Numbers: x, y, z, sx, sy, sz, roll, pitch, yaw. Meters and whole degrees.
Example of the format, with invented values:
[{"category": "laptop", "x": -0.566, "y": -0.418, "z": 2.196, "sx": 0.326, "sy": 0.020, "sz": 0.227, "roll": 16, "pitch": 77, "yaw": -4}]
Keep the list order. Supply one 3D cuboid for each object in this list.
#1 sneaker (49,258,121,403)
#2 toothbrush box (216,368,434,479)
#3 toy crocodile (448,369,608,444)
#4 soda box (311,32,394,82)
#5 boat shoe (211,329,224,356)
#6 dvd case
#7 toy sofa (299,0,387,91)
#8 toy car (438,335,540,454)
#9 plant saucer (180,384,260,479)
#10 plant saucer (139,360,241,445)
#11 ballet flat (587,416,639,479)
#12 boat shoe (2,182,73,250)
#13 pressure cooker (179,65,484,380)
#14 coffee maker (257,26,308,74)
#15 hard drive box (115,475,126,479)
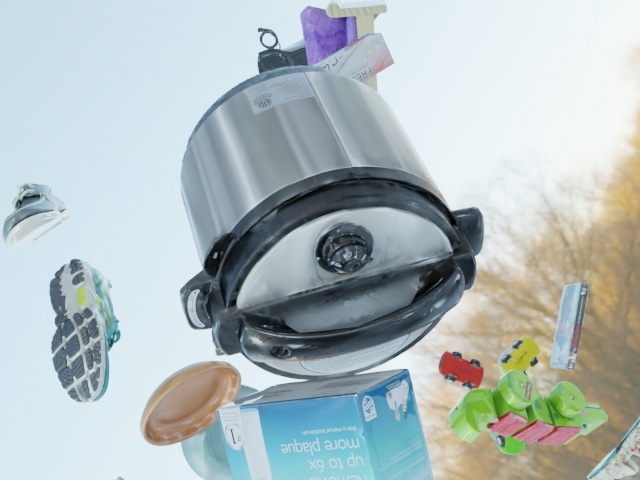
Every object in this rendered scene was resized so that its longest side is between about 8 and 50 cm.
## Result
[{"category": "sneaker", "x": -0.372, "y": 0.148, "z": 1.680, "sx": 0.110, "sy": 0.107, "sz": 0.275, "roll": 36, "pitch": -151, "yaw": -42}, {"category": "toothbrush box", "x": 0.021, "y": 0.319, "z": 1.222, "sx": 0.126, "sy": 0.216, "sz": 0.295, "roll": -15, "pitch": -87, "yaw": -54}, {"category": "toy crocodile", "x": 0.367, "y": 0.307, "z": 1.773, "sx": 0.115, "sy": 0.341, "sz": 0.105, "roll": -45, "pitch": 44, "yaw": 37}, {"category": "soda box", "x": 0.035, "y": -0.291, "z": 1.760, "sx": 0.183, "sy": 0.058, "sz": 0.063, "roll": -34, "pitch": -69, "yaw": -17}, {"category": "boat shoe", "x": -0.128, "y": 0.160, "z": 1.887, "sx": 0.178, "sy": 0.064, "sz": 0.060, "roll": -19, "pitch": -91, "yaw": -44}, {"category": "dvd case", "x": 0.342, "y": 0.119, "z": 1.402, "sx": 0.087, "sy": 0.013, "sz": 0.119, "roll": 114, "pitch": 166, "yaw": -85}, {"category": "toy sofa", "x": 0.055, "y": -0.295, "z": 2.028, "sx": 0.150, "sy": 0.177, "sz": 0.362, "roll": -83, "pitch": -10, "yaw": -72}, {"category": "toy car", "x": 0.349, "y": 0.316, "z": 2.031, "sx": 0.053, "sy": 0.239, "sz": 0.224, "roll": 146, "pitch": 113, "yaw": -63}, {"category": "plant saucer", "x": -0.162, "y": 0.366, "z": 1.899, "sx": 0.037, "sy": 0.195, "sz": 0.194, "roll": -173, "pitch": 103, "yaw": -76}, {"category": "plant saucer", "x": -0.230, "y": 0.279, "z": 1.779, "sx": 0.200, "sy": 0.037, "sz": 0.200, "roll": -29, "pitch": -33, "yaw": -20}, {"category": "ballet flat", "x": 0.697, "y": 0.476, "z": 2.284, "sx": 0.241, "sy": 0.077, "sz": 0.091, "roll": -56, "pitch": -18, "yaw": 22}, {"category": "boat shoe", "x": -0.551, "y": -0.054, "z": 1.919, "sx": 0.116, "sy": 0.099, "sz": 0.319, "roll": -35, "pitch": 5, "yaw": 0}, {"category": "pressure cooker", "x": -0.002, "y": -0.004, "z": 1.466, "sx": 0.376, "sy": 0.420, "sz": 0.370, "roll": 26, "pitch": -64, "yaw": -37}, {"category": "coffee maker", "x": -0.041, "y": -0.394, "z": 2.209, "sx": 0.178, "sy": 0.120, "sz": 0.171, "roll": -36, "pitch": -42, "yaw": -44}, {"category": "hard drive box", "x": -0.257, "y": 0.472, "z": 1.426, "sx": 0.181, "sy": 0.232, "sz": 0.089, "roll": -50, "pitch": -44, "yaw": -13}]
